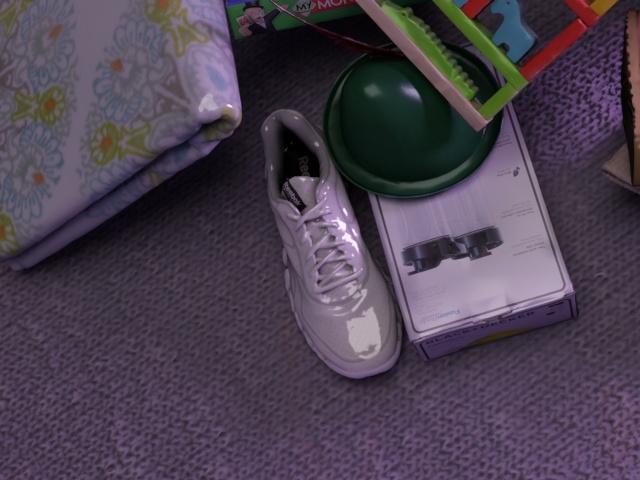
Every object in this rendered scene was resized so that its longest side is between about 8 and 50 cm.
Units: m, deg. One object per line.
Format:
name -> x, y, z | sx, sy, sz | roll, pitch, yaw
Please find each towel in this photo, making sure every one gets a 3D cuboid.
towel -> -0.239, -0.179, 1.563 | 0.374, 0.090, 0.321 | -31, 62, 34

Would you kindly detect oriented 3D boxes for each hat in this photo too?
hat -> 0.061, -0.150, 1.421 | 0.208, 0.183, 0.173 | -7, 69, 10

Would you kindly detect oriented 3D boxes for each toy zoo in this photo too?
toy zoo -> 0.183, -0.266, 1.369 | 0.192, 0.030, 0.293 | 48, 115, 2

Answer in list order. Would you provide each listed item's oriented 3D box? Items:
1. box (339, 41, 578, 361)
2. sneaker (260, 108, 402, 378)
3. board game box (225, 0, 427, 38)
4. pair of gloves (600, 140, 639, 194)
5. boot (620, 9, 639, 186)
box -> 0.137, -0.041, 1.515 | 0.169, 0.087, 0.290 | -18, 69, 6
sneaker -> 0.000, 0.000, 1.516 | 0.110, 0.118, 0.292 | -21, 70, 3
board game box -> 0.013, -0.337, 1.586 | 0.213, 0.046, 0.317 | -10, 41, 8
pair of gloves -> 0.418, -0.079, 1.455 | 0.240, 0.042, 0.204 | 25, 56, 29
boot -> 0.424, -0.130, 1.422 | 0.269, 0.089, 0.236 | 0, 49, 6
